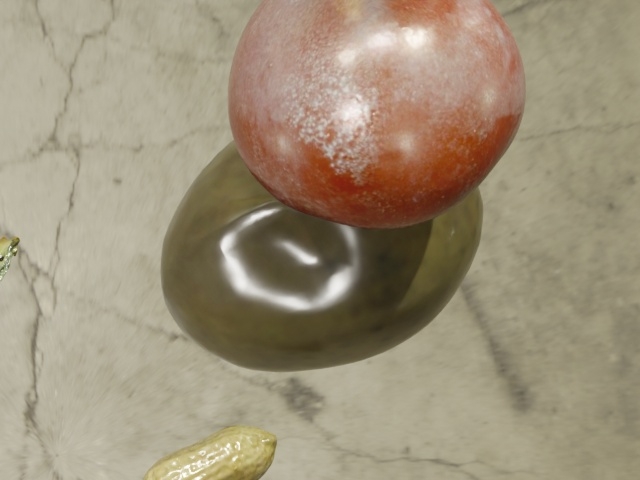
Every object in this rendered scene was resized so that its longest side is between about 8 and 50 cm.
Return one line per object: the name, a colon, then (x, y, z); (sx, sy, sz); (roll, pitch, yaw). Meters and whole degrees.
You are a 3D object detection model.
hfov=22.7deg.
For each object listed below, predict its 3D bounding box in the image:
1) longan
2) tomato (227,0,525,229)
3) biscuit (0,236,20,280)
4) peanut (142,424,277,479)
longan: (0.000, 0.000, 1.683); (0.350, 0.288, 0.288); (-23, 87, 2)
tomato: (0.045, -0.144, 1.437); (0.270, 0.270, 0.227); (-24, 125, -12)
biscuit: (-0.390, 0.059, 1.518); (0.203, 0.016, 0.144); (-3, 52, 29)
peanut: (-0.081, 0.169, 1.181); (0.113, 0.054, 0.054); (-22, 86, -26)
